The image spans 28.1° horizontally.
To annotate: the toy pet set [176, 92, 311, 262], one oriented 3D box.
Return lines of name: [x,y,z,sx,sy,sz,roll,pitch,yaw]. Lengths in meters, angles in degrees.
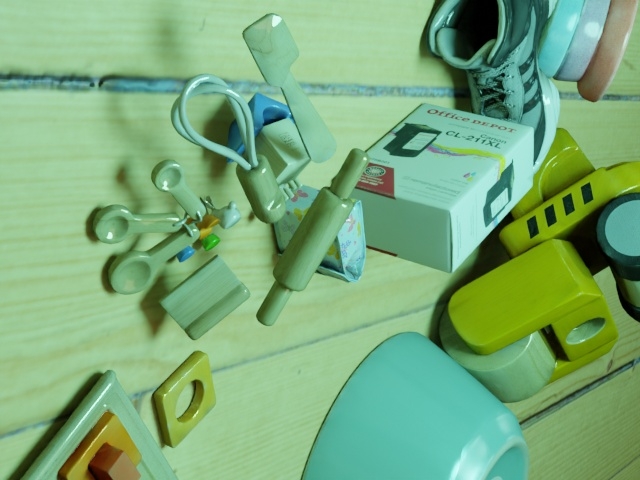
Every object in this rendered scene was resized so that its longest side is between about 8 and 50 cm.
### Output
toy pet set: [-0.066,-0.055,1.014,0.122,0.065,0.114,-26,164,-50]

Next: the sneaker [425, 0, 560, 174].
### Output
sneaker: [0.172,-0.171,1.305,0.153,0.101,0.268,-30,126,-50]

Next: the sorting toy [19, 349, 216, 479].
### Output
sorting toy: [-0.173,0.221,0.978,0.348,0.047,0.196,-54,148,-29]

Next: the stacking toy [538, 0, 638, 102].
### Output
stacking toy: [0.305,-0.328,1.488,0.279,0.130,0.309,-61,169,-81]

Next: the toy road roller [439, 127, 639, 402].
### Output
toy road roller: [0.280,0.019,1.559,0.329,0.240,0.202,-32,148,5]

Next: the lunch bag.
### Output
lunch bag: [0.000,0.000,1.126,0.053,0.071,0.083,-50,146,-37]

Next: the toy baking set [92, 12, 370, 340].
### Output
toy baking set: [-0.054,-0.032,0.943,0.197,0.030,0.256,20,110,-43]

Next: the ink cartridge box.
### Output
ink cartridge box: [0.112,-0.056,1.232,0.175,0.127,0.072,-43,139,-43]

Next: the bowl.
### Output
bowl: [0.120,0.272,1.414,0.311,0.163,0.311,-37,136,-46]
